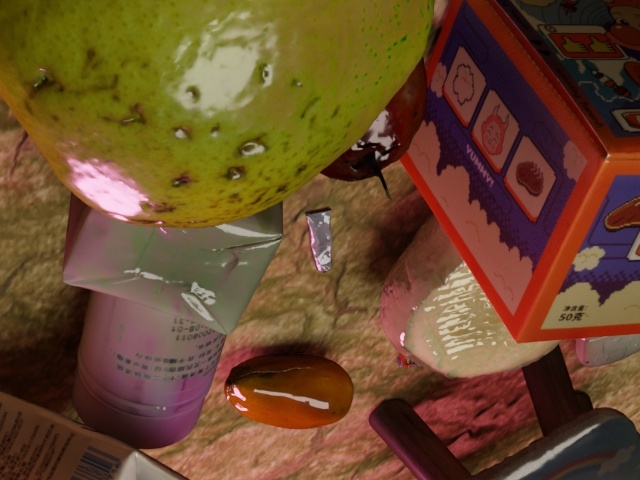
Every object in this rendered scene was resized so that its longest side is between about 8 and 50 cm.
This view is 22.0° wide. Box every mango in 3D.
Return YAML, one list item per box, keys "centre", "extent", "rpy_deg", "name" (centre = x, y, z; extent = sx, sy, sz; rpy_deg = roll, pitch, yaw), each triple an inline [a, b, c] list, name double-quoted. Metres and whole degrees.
- centre: [-0.040, 0.177, 1.982]
  extent: [0.159, 0.084, 0.105]
  rpy_deg: [15, 142, -14]
  name: "mango"

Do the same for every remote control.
- centre: [0.378, 0.071, 2.131]
  extent: [0.098, 0.038, 0.233]
  rpy_deg: [-19, 137, -11]
  name: "remote control"

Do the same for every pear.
- centre: [-0.094, -0.208, 1.349]
  extent: [0.391, 0.391, 0.391]
  rpy_deg: [-15, 137, -15]
  name: "pear"

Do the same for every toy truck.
- centre: [0.138, 0.147, 2.086]
  extent: [0.083, 0.024, 0.032]
  rpy_deg: [-6, 156, -21]
  name: "toy truck"

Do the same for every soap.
- centre: [-0.141, -0.040, 1.589]
  extent: [0.182, 0.199, 0.138]
  rpy_deg: [18, 126, -16]
  name: "soap"

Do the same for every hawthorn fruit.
- centre: [0.018, -0.133, 1.583]
  extent: [0.181, 0.235, 0.181]
  rpy_deg: [-16, 160, -6]
  name: "hawthorn fruit"

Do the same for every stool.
- centre: [0.255, 0.292, 2.148]
  extent: [0.310, 0.226, 0.310]
  rpy_deg: [-32, 139, 3]
  name: "stool"

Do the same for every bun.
- centre: [0.191, 0.035, 1.906]
  extent: [0.259, 0.152, 0.259]
  rpy_deg: [-13, 135, -13]
  name: "bun"

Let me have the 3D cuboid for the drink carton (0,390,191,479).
- centre: [-0.270, 0.266, 1.758]
  extent: [0.194, 0.325, 0.132]
  rpy_deg: [42, 69, -47]
  name: "drink carton"

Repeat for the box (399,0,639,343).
- centre: [0.319, -0.098, 1.717]
  extent: [0.349, 0.318, 0.256]
  rpy_deg: [-1, 130, -26]
  name: "box"

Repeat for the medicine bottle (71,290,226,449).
- centre: [-0.174, 0.087, 1.760]
  extent: [0.152, 0.152, 0.254]
  rpy_deg: [-3, 134, -26]
  name: "medicine bottle"

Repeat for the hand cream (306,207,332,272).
- centre: [0.000, 0.000, 1.874]
  extent: [0.030, 0.019, 0.093]
  rpy_deg: [-15, 130, -12]
  name: "hand cream"
